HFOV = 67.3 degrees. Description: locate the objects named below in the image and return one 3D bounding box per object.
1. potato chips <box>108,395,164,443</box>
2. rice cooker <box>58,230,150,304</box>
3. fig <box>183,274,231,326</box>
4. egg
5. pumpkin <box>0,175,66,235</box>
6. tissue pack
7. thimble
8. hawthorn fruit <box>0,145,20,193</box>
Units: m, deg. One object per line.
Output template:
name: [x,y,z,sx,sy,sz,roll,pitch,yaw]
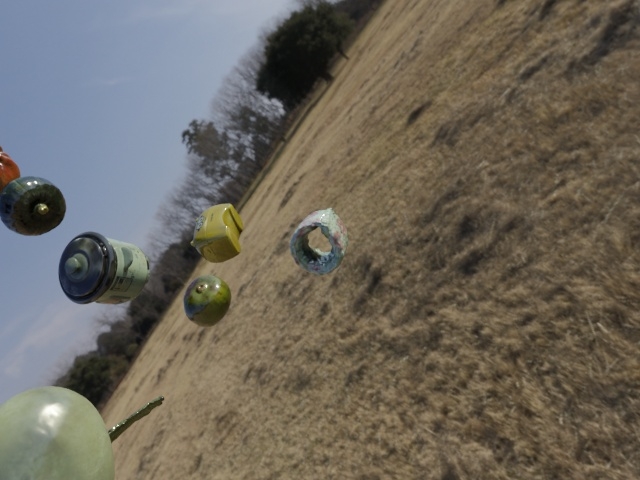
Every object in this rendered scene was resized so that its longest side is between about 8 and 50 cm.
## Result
potato chips: [-0.499,0.480,1.257,0.207,0.028,0.092,-36,-16,-32]
rice cooker: [-0.814,0.109,1.798,0.316,0.316,0.264,-35,63,58]
fig: [-0.455,0.260,1.975,0.203,0.203,0.225,-67,-26,-44]
egg: [-0.540,0.465,0.939,0.258,0.258,0.352,163,100,-71]
pumpkin: [-0.792,-0.093,1.322,0.167,0.167,0.125,-54,41,6]
tissue pack: [-0.308,-0.020,1.438,0.127,0.123,0.178,-17,39,11]
thimble: [0.000,0.000,1.637,0.149,0.185,0.211,-64,-13,-65]
hawthorn fruit: [-1.161,-0.199,1.556,0.298,0.277,0.277,-48,12,1]
